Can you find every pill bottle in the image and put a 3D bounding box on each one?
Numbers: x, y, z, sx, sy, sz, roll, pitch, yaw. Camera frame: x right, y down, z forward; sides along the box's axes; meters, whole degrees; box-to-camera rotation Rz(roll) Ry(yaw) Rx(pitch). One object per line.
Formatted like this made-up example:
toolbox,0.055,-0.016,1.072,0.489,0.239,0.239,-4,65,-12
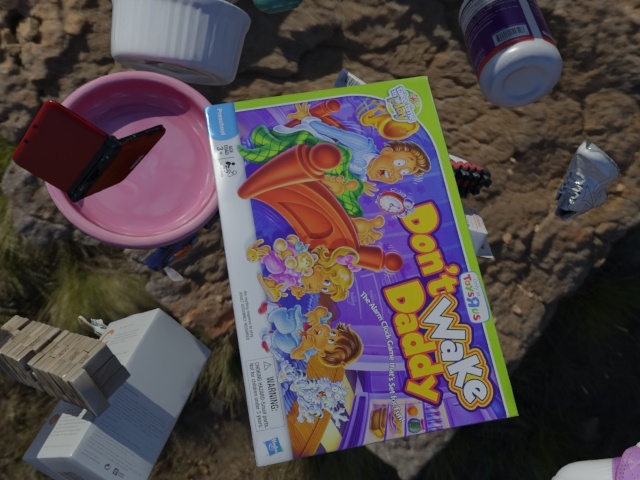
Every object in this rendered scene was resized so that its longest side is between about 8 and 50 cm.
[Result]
pill bottle,0.428,-0.477,1.525,0.181,0.323,0.182,-5,147,-3

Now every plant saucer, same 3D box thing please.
plant saucer,-0.329,-0.142,1.205,0.331,0.084,0.332,3,78,-13

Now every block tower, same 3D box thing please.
block tower,-0.486,0.220,1.201,0.335,0.097,0.091,7,133,40

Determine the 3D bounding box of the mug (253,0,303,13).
mug,-0.084,-0.585,1.524,0.157,0.129,0.098,-12,108,-1

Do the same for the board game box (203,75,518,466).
board game box,0.027,0.021,0.647,0.233,0.078,0.347,-10,72,-6

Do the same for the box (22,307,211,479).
box,-0.418,0.341,1.385,0.215,0.345,0.168,-18,126,41

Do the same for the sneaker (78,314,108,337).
sneaker,-0.561,0.208,1.633,0.083,0.037,0.032,38,141,-12

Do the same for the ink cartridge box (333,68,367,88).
ink cartridge box,0.152,-0.361,1.739,0.189,0.232,0.066,37,106,16

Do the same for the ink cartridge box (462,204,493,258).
ink cartridge box,0.300,-0.033,1.482,0.198,0.115,0.067,14,122,-9

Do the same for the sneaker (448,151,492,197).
sneaker,0.247,-0.171,1.455,0.275,0.135,0.098,5,140,-14

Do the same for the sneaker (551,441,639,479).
sneaker,0.307,0.132,0.487,0.282,0.102,0.161,-10,67,16

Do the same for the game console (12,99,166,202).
game console,-0.284,-0.118,0.809,0.144,0.124,0.085,-32,92,43

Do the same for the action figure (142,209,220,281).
action figure,-0.316,-0.056,1.445,0.178,0.341,0.330,31,140,11

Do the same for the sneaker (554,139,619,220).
sneaker,0.657,-0.137,1.647,0.129,0.297,0.111,-37,58,-5

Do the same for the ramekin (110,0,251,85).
ramekin,-0.285,-0.404,1.320,0.277,0.277,0.135,9,94,2
